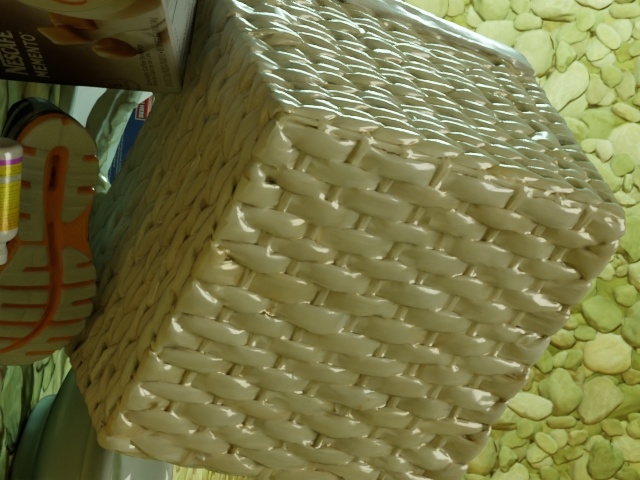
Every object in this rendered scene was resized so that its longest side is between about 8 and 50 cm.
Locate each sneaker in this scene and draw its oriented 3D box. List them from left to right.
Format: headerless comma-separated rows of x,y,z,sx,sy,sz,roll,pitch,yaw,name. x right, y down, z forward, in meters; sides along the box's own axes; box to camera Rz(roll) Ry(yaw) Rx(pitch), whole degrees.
-0.207,-0.006,1.399,0.083,0.084,0.215,53,-47,51,sneaker

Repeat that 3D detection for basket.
0.000,0.000,1.476,0.328,0.331,0.266,-60,-148,24,basket

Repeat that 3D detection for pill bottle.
-0.225,-0.026,1.307,0.043,0.043,0.083,-69,165,-74,pill bottle

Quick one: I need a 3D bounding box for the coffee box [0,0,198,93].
-0.161,-0.190,1.255,0.246,0.141,0.098,89,8,-71,coffee box

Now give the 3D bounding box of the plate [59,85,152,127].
-0.126,-0.247,1.599,0.278,0.045,0.277,-41,153,-50,plate

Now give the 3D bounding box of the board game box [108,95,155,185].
-0.175,-0.095,1.802,0.194,0.060,0.194,-55,152,-80,board game box

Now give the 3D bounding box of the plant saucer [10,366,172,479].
-0.205,0.244,1.672,0.400,0.101,0.400,7,90,-87,plant saucer
